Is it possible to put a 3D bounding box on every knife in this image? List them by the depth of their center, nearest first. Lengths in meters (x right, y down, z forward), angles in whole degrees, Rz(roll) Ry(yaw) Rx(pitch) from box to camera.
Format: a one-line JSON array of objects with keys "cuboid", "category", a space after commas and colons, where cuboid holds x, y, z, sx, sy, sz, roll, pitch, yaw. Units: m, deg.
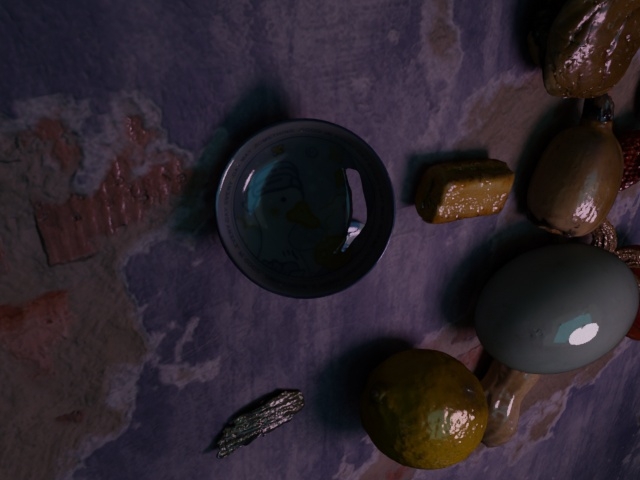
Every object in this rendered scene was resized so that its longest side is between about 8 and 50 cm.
[{"cuboid": [0.000, 0.000, 1.223, 0.222, 0.031, 0.064, -7, 124, -33], "category": "knife"}]

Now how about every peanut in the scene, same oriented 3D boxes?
[{"cuboid": [0.455, 0.368, 1.719, 0.149, 0.149, 0.313, 13, 108, -41], "category": "peanut"}]

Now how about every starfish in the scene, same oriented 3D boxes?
[{"cuboid": [0.680, 0.041, 1.642, 0.060, 0.302, 0.299, -65, 165, -50], "category": "starfish"}]

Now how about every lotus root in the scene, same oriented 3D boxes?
[{"cuboid": [0.545, -0.154, 1.453, 0.182, 0.183, 0.310, 5, 108, -39], "category": "lotus root"}]

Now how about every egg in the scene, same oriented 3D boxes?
[{"cuboid": [0.521, 0.147, 1.530, 0.389, 0.276, 0.276, -17, 126, -15], "category": "egg"}]

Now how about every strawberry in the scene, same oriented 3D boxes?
[{"cuboid": [0.698, -0.188, 1.572, 0.175, 0.107, 0.236, -33, 177, 36], "category": "strawberry"}]

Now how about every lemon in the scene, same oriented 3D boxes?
[{"cuboid": [0.213, 0.352, 1.449, 0.310, 0.253, 0.253, 22, 102, -43], "category": "lemon"}]

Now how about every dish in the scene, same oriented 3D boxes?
[{"cuboid": [-0.023, -0.055, 1.101, 0.273, 0.134, 0.273, 0, 99, 0], "category": "dish"}]

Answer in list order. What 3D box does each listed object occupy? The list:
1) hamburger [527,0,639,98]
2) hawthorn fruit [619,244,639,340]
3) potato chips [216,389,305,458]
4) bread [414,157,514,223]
[{"cuboid": [0.515, -0.396, 1.273, 0.265, 0.134, 0.285, -8, 136, -28], "category": "hamburger"}, {"cuboid": [0.807, 0.150, 1.767, 0.224, 0.261, 0.224, -19, 155, -9], "category": "hawthorn fruit"}, {"cuboid": [-0.116, 0.348, 1.352, 0.207, 0.028, 0.092, -21, 126, -28], "category": "potato chips"}, {"cuboid": [0.278, -0.097, 1.336, 0.211, 0.083, 0.114, -7, 125, -34], "category": "bread"}]
